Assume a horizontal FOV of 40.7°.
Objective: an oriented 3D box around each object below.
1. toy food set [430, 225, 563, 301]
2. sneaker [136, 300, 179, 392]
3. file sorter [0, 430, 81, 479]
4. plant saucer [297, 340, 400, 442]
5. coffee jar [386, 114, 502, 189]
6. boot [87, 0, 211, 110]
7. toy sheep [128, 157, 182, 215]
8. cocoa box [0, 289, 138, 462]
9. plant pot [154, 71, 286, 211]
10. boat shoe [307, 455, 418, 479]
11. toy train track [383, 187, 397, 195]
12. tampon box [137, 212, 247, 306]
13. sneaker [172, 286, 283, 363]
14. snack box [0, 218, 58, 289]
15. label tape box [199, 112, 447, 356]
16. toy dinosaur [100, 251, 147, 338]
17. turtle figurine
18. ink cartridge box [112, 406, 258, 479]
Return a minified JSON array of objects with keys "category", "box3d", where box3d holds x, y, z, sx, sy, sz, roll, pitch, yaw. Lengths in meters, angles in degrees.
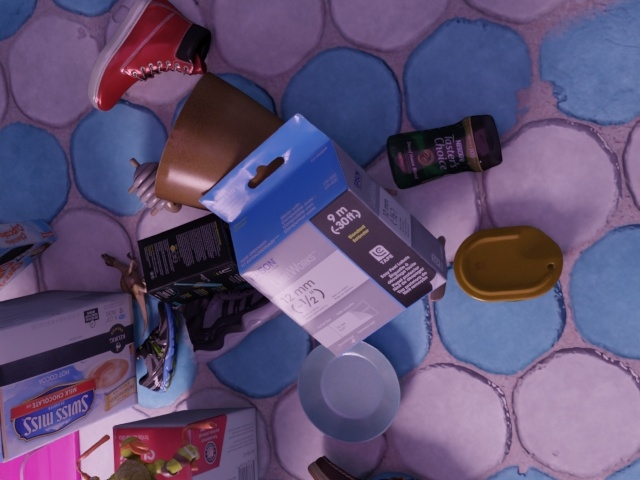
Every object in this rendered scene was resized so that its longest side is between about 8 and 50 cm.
[{"category":"toy food set","box3d":[0.298,0.049,1.459,0.217,0.071,0.128,-4,71,16]},{"category":"sneaker","box3d":[-0.315,0.203,1.662,0.078,0.067,0.188,10,102,-1]},{"category":"file sorter","box3d":[-0.661,0.484,1.748,0.290,0.182,0.202,1,96,18]},{"category":"plant saucer","box3d":[0.054,0.269,1.571,0.195,0.037,0.195,2,96,18]},{"category":"coffee jar","box3d":[0.209,-0.150,1.454,0.184,0.079,0.096,-13,92,18]},{"category":"boot","box3d":[-0.312,-0.315,1.603,0.176,0.088,0.244,37,102,9]},{"category":"toy sheep","box3d":[-0.312,-0.103,1.625,0.132,0.091,0.091,43,107,-10]},{"category":"cocoa box","box3d":[-0.534,0.232,1.579,0.231,0.347,0.228,0,97,28]},{"category":"plant pot","box3d":[-0.124,-0.132,1.503,0.254,0.237,0.237,24,103,0]},{"category":"boat shoe","box3d":[0.137,0.478,1.540,0.342,0.123,0.123,33,75,17]},{"category":"toy train track","box3d":[0.095,-0.089,1.533,0.083,0.014,0.048,8,91,11]},{"category":"tampon box","box3d":[-0.217,0.035,1.513,0.161,0.120,0.101,-19,68,9]},{"category":"sneaker","box3d":[-0.158,0.101,1.587,0.268,0.101,0.153,-37,83,17]},{"category":"snack box","box3d":[-0.692,0.078,1.712,0.322,0.187,0.060,-38,84,18]},{"category":"label tape box","box3d":[0.000,0.000,1.402,0.249,0.115,0.347,-38,115,26]},{"category":"toy dinosaur","box3d":[-0.356,0.090,1.687,0.092,0.053,0.183,-36,82,35]},{"category":"turtle figurine","box3d":[-0.270,0.397,1.358,0.269,0.087,0.217,-20,79,17]},{"category":"ink cartridge box","box3d":[-0.227,0.504,1.527,0.160,0.279,0.385,-5,84,17]}]
